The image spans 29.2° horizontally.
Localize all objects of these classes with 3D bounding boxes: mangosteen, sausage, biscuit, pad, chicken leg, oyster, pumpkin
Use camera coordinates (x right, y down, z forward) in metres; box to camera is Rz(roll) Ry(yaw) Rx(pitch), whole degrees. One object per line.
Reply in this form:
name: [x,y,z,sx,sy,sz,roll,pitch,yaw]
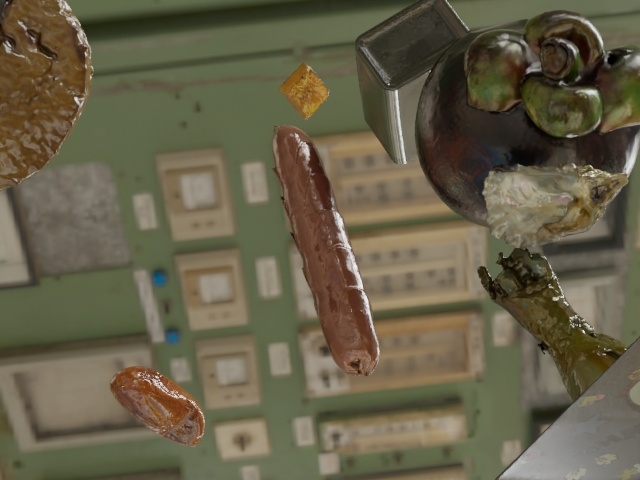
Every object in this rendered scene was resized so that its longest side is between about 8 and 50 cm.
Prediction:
mangosteen: [0.263,-0.150,1.559,0.311,0.311,0.311,174,-90,-90]
sausage: [-0.260,0.265,1.991,0.179,0.089,0.089,41,20,-24]
biscuit: [-0.400,-0.190,1.384,0.075,0.296,0.295,158,-74,-72]
pad: [0.275,0.143,1.031,0.245,0.170,0.006,-56,-142,40]
sausage: [0.002,-0.001,1.806,0.088,0.088,0.433,85,-12,-64]
chicken leg: [0.353,0.159,1.570,0.429,0.153,0.201,52,-31,34]
oyster: [0.242,-0.048,1.336,0.146,0.122,0.045,-50,-173,32]
pumpkin: [-0.029,-0.281,2.313,0.083,0.074,0.054,49,-8,-32]

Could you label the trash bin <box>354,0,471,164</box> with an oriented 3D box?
trash bin: [0.143,-0.239,1.834,0.122,0.164,0.240,57,-3,21]
